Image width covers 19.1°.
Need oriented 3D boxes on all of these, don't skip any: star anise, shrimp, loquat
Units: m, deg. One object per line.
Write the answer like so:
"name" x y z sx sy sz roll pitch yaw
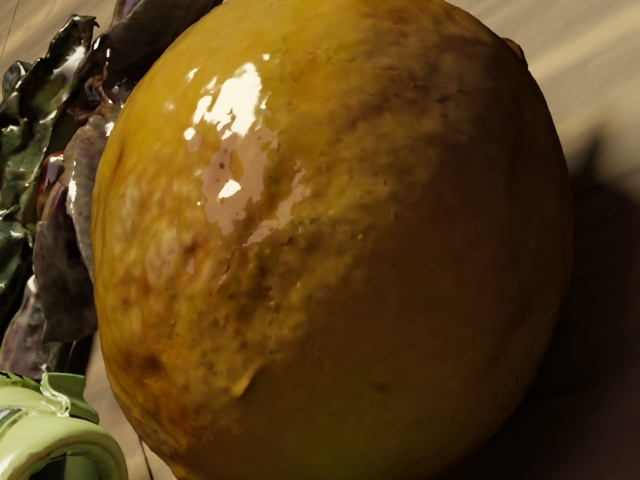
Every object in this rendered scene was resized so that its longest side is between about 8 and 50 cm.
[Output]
"star anise" -0.096 -0.065 1.093 0.282 0.129 0.212 -67 25 0
"shrimp" -0.226 0.060 1.261 0.272 0.085 0.445 26 93 56
"loquat" 0.000 0.000 0.809 0.238 0.193 0.238 -49 26 34

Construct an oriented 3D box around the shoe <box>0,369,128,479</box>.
"shoe" -0.188 0.194 1.024 0.128 0.140 0.262 -11 62 51
